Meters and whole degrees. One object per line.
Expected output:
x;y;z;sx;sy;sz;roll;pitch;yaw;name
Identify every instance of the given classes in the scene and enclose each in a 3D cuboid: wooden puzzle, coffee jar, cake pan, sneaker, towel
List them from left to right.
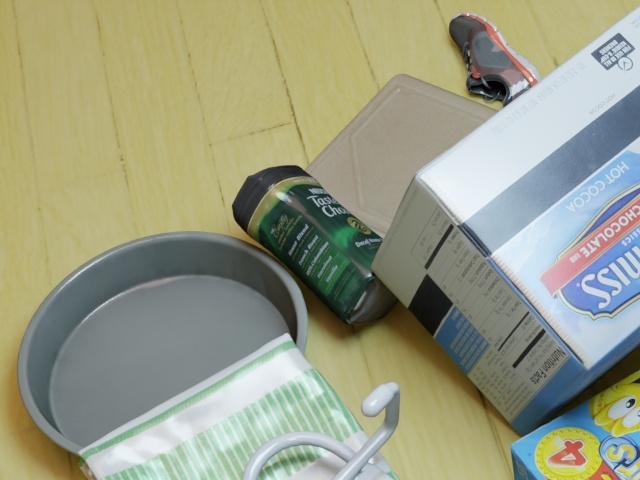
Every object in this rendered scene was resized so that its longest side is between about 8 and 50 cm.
-0.152;0.115;1.737;0.293;0.054;0.293;-7;47;7;cake pan
-0.041;0.257;1.553;0.248;0.038;0.325;-29;60;-15;towel
0.000;0.000;1.753;0.184;0.079;0.096;41;25;23;coffee jar
0.109;-0.072;1.861;0.221;0.044;0.238;25;54;31;wooden puzzle
0.181;-0.197;1.942;0.065;0.061;0.158;-35;50;-10;sneaker

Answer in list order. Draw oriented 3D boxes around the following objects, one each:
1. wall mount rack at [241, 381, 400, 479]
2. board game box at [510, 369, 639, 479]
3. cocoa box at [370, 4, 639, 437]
0.041;0.289;1.436;0.350;0.130;0.304;36;65;21;wall mount rack
0.372;0.226;1.495;0.302;0.086;0.308;-28;49;-13;board game box
0.261;-0.028;1.610;0.347;0.231;0.228;-37;78;-20;cocoa box
